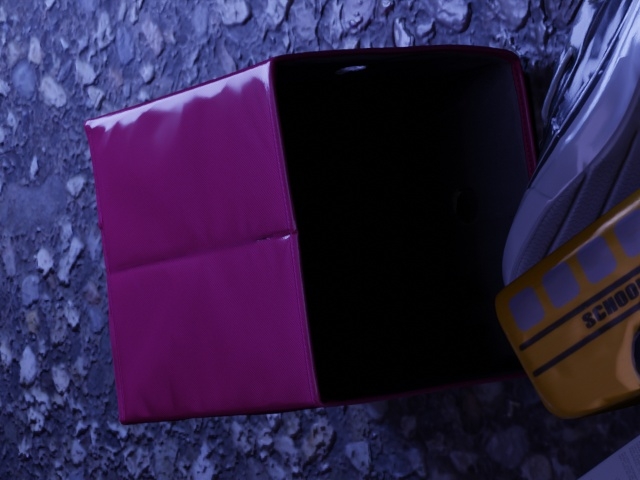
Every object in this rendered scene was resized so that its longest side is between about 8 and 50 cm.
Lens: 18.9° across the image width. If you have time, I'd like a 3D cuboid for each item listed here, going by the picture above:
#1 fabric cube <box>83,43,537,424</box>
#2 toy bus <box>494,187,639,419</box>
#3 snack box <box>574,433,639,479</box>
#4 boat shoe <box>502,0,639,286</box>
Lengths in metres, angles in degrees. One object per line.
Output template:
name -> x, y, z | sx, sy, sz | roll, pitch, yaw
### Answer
fabric cube -> 0.000, 0.000, 1.503 | 0.258, 0.254, 0.259 | -11, 85, 52
toy bus -> 0.277, 0.002, 1.243 | 0.332, 0.108, 0.130 | -39, 68, 34
snack box -> 0.296, 0.266, 1.263 | 0.187, 0.060, 0.322 | -47, 63, 50
boat shoe -> 0.217, -0.091, 1.360 | 0.119, 0.121, 0.335 | -107, 34, -50
